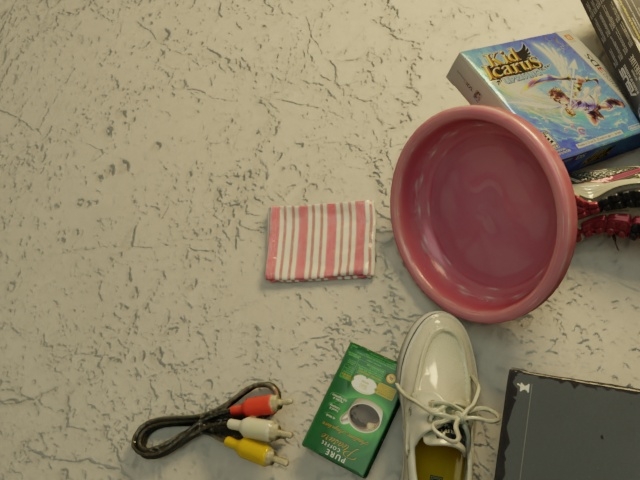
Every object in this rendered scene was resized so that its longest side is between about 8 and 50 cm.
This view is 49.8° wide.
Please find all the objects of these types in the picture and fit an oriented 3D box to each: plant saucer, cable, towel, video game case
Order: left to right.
[{"bbox_3d":[-0.175,0.292,1.121,0.287,0.072,0.139,-1,64,12],"label":"cable"},{"bbox_3d":[0.000,0.000,1.216,0.197,0.029,0.144,-3,70,11],"label":"towel"},{"bbox_3d":[0.251,-0.042,1.061,0.084,0.332,0.332,-13,59,-38],"label":"plant saucer"},{"bbox_3d":[0.383,-0.230,1.132,0.269,0.061,0.244,-19,62,-29],"label":"video game case"}]

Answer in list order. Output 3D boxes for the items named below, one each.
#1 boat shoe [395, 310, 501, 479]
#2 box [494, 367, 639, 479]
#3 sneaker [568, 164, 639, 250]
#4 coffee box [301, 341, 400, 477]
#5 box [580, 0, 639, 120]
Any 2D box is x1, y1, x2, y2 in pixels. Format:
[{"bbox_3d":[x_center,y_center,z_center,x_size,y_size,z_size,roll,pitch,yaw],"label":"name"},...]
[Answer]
[{"bbox_3d":[0.175,0.273,0.985,0.136,0.156,0.367,12,73,-7],"label":"boat shoe"},{"bbox_3d":[0.385,0.369,0.894,0.312,0.179,0.343,7,71,21],"label":"box"},{"bbox_3d":[0.425,-0.059,1.110,0.299,0.121,0.112,3,34,24],"label":"sneaker"},{"bbox_3d":[0.060,0.267,1.094,0.113,0.040,0.184,21,75,19],"label":"coffee box"},{"bbox_3d":[0.603,-0.330,1.142,0.242,0.076,0.307,-10,67,-11],"label":"box"}]
